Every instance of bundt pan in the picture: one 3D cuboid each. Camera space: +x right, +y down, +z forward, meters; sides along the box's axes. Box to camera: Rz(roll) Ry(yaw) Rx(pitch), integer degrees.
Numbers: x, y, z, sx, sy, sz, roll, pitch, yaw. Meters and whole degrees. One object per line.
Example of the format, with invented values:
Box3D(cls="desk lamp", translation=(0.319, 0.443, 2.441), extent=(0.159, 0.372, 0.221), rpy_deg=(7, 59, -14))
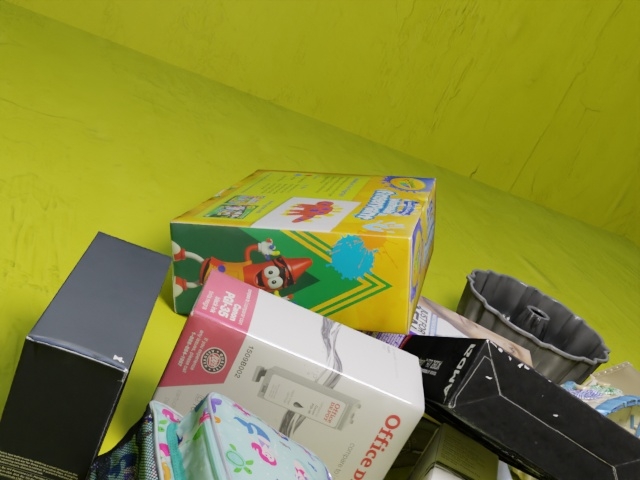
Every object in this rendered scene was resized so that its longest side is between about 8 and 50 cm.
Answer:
Box3D(cls="bundt pan", translation=(0.427, 0.199, 1.584), extent=(0.330, 0.124, 0.331), rpy_deg=(24, 19, -9))

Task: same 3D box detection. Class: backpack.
Box3D(cls="backpack", translation=(-0.082, 0.277, 0.651), extent=(0.225, 0.191, 0.253), rpy_deg=(41, 18, -30))

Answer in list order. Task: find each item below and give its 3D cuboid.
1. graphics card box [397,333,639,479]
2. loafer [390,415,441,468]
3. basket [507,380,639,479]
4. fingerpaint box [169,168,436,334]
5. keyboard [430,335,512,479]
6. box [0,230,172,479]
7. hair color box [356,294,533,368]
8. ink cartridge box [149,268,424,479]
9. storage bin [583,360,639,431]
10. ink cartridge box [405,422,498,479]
Box3D(cls="graphics card box", translation=(0.222, 0.216, 0.956), extent=(0.232, 0.094, 0.371), rpy_deg=(34, -8, -1))
Box3D(cls="loafer", translation=(0.105, 0.279, 1.068), extent=(0.251, 0.087, 0.094), rpy_deg=(30, -9, -24))
Box3D(cls="basket", translation=(0.441, 0.334, 1.145), extent=(0.289, 0.201, 0.254), rpy_deg=(30, 16, 39))
Box3D(cls="fingerpaint box", translation=(0.000, 0.000, 1.315), extent=(0.371, 0.163, 0.445), rpy_deg=(4, 16, 12))
Box3D(cls="keyboard", translation=(0.231, 0.261, 1.182), extent=(0.072, 0.014, 0.256), rpy_deg=(6, 51, -27))
Box3D(cls="box", translation=(-0.254, 0.129, 0.820), extent=(0.103, 0.184, 0.261), rpy_deg=(23, 19, -10))
Box3D(cls="hair color box", translation=(0.208, 0.195, 1.348), extent=(0.338, 0.110, 0.185), rpy_deg=(28, 19, 1))
Box3D(cls="ink cartridge box", translation=(-0.046, 0.191, 0.888), extent=(0.283, 0.207, 0.117), rpy_deg=(24, 21, -6))
Box3D(cls="storage bin", translation=(0.610, 0.365, 1.401), extent=(0.262, 0.123, 0.260), rpy_deg=(40, 24, 32))
Box3D(cls="ink cartridge box", translation=(0.129, 0.325, 0.856), extent=(0.086, 0.148, 0.203), rpy_deg=(30, 20, 8))
